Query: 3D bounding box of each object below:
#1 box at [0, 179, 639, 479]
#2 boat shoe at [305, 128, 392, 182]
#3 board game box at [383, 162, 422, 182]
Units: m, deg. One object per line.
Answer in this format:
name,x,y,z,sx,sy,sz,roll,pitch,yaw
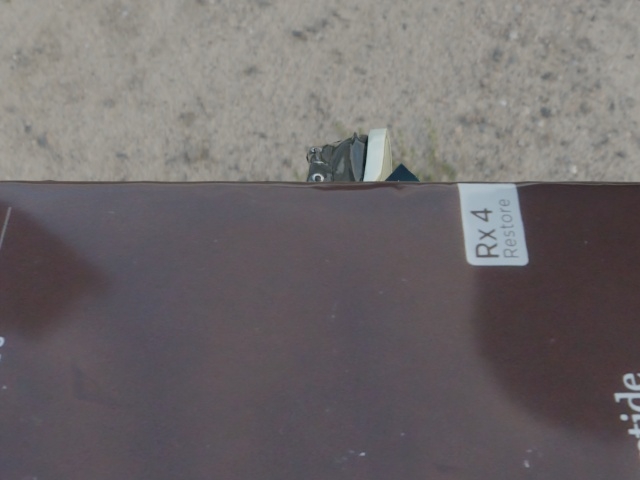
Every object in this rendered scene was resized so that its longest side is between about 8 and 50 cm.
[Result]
box,0.036,0.085,0.371,0.382,0.143,0.191,-1,53,1
boat shoe,0.000,-0.004,0.986,0.113,0.127,0.340,1,43,12
board game box,0.025,0.069,0.518,0.126,0.026,0.186,43,94,5
